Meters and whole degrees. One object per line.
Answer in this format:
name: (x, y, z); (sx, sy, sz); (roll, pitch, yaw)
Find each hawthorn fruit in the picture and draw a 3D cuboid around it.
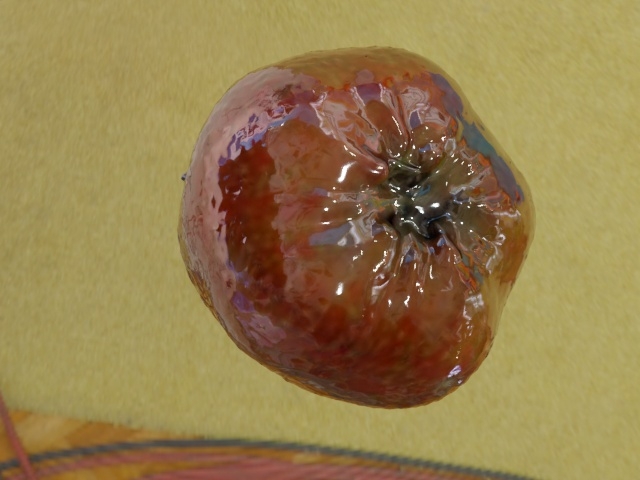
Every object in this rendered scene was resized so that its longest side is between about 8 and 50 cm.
hawthorn fruit: (0.000, 0.000, 0.649); (0.162, 0.203, 0.163); (4, 80, -21)
